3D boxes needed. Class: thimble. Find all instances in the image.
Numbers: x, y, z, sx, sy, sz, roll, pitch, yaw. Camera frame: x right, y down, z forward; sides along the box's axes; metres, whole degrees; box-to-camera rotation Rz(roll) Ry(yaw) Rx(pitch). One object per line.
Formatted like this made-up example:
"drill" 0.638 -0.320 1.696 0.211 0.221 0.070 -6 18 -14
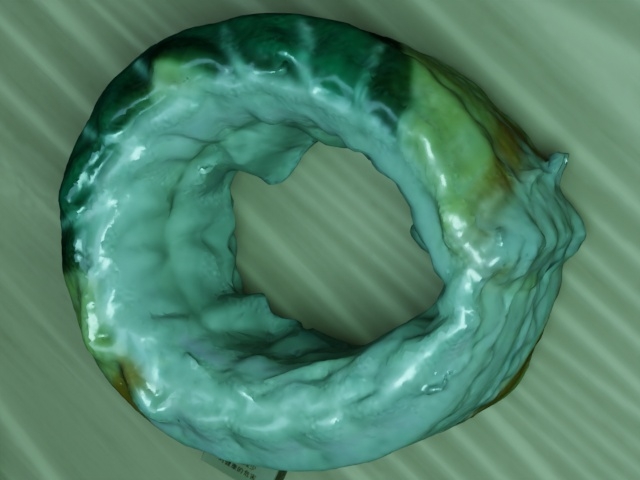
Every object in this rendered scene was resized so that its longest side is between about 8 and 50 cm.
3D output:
"thimble" 0.000 0.000 1.001 0.288 0.167 0.254 3 94 21

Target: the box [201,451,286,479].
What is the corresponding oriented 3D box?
"box" -0.038 0.118 1.124 0.053 0.024 0.083 30 108 17
